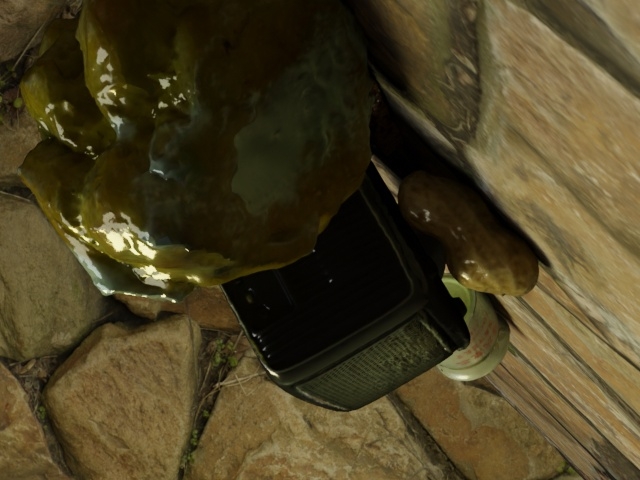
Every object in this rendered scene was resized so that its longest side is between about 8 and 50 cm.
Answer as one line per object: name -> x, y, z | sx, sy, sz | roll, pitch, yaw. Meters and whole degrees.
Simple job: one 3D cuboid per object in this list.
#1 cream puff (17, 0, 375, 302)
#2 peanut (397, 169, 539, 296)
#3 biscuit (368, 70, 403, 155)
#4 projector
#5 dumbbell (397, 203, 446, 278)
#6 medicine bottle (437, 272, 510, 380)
cream puff -> -0.137, -0.129, 1.111 | 0.276, 0.378, 0.378 | 25, 164, 37
peanut -> 0.166, -0.005, 1.284 | 0.193, 0.089, 0.089 | 46, 177, 5
biscuit -> 0.050, -0.162, 1.319 | 0.064, 0.034, 0.199 | 45, 178, 26
projector -> 0.000, 0.000, 1.470 | 0.395, 0.242, 0.405 | 62, -174, 19
dumbbell -> 0.061, -0.008, 1.833 | 0.185, 0.185, 0.388 | 48, 176, -35
medicine bottle -> 0.229, 0.146, 1.888 | 0.143, 0.147, 0.147 | 47, 178, -42
